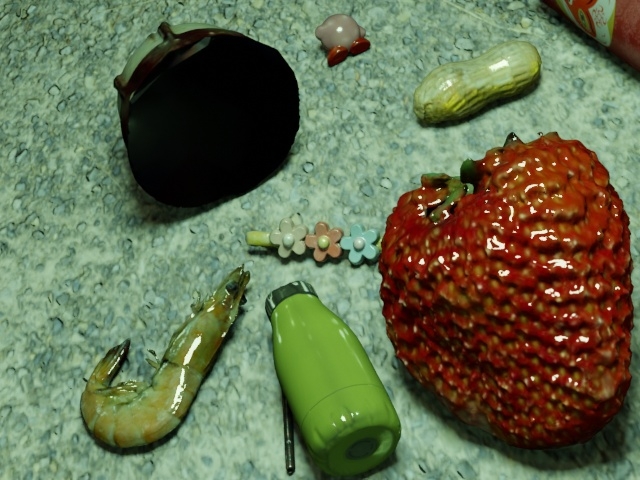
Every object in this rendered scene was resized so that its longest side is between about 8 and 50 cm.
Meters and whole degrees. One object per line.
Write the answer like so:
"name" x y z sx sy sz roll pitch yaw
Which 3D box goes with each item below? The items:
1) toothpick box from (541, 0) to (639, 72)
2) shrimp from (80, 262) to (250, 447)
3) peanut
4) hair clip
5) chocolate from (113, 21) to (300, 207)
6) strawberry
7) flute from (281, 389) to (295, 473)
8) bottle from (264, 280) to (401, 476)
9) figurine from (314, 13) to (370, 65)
"toothpick box" 0.477 -0.365 1.580 0.204 0.204 0.333 -28 48 -10
"shrimp" -0.205 0.141 1.422 0.169 0.058 0.296 14 57 30
"peanut" 0.233 -0.238 1.614 0.207 0.087 0.087 -23 47 -4
"hair clip" -0.003 0.001 1.484 0.214 0.062 0.056 4 9 21
"chocolate" -0.186 -0.204 1.584 0.284 0.283 0.186 -30 46 -12
"strawberry" 0.228 0.071 1.250 0.312 0.267 0.351 -25 73 29
"flute" -0.044 0.176 1.367 0.014 0.014 0.269 -11 46 6
"bottle" 0.002 0.155 1.306 0.112 0.112 0.260 -23 46 -5
"figurine" 0.035 -0.338 1.774 0.083 0.067 0.071 -18 65 -22
